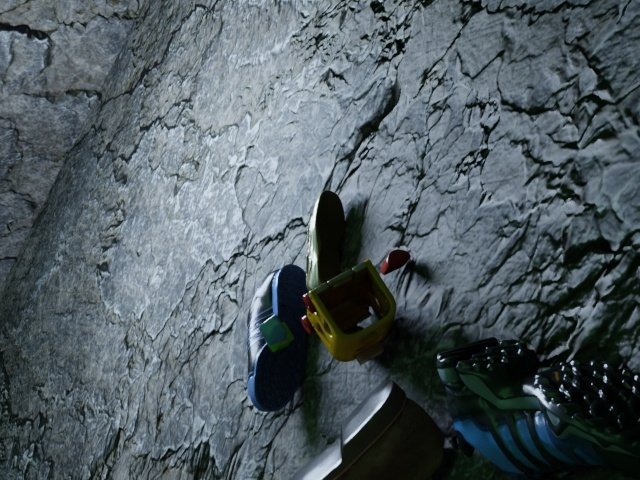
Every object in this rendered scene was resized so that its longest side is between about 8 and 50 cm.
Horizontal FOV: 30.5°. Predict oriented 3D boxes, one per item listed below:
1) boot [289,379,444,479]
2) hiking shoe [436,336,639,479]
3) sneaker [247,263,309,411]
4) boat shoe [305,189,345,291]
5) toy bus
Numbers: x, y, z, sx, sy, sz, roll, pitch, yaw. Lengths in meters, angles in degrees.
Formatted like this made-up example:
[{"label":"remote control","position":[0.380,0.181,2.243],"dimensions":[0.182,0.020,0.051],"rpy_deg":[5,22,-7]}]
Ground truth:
[{"label":"boot","position":[0.024,0.310,1.397],"dimensions":[0.305,0.115,0.112],"rpy_deg":[-46,10,17]},{"label":"hiking shoe","position":[0.243,0.190,1.178],"dimensions":[0.304,0.113,0.132],"rpy_deg":[18,121,56]},{"label":"sneaker","position":[-0.072,0.152,1.762],"dimensions":[0.090,0.081,0.232],"rpy_deg":[-31,42,55]},{"label":"boat shoe","position":[0.002,0.001,1.735],"dimensions":[0.048,0.056,0.152],"rpy_deg":[-20,65,51]},{"label":"toy bus","position":[0.042,0.109,1.542],"dimensions":[0.191,0.202,0.104],"rpy_deg":[-43,70,32]}]
